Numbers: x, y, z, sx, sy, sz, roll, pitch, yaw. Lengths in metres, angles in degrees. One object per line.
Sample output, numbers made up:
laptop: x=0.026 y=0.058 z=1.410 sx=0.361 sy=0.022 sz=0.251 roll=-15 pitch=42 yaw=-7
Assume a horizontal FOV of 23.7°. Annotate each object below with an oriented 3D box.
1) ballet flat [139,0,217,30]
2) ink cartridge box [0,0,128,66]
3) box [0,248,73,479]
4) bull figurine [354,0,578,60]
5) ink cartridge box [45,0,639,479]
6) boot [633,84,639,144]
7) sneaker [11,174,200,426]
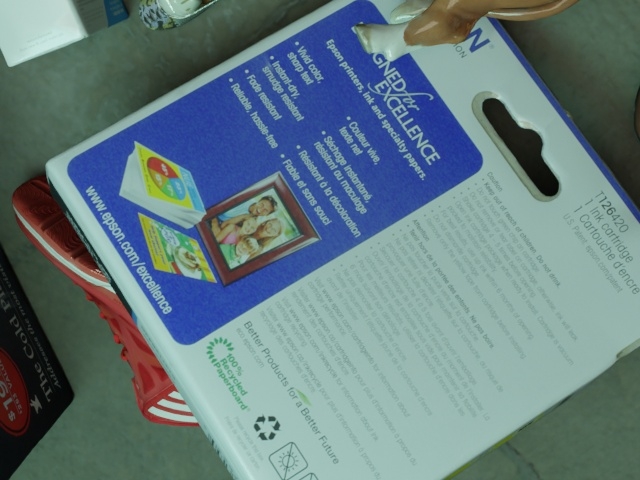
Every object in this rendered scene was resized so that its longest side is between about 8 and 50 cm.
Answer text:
ballet flat: x=-0.079 y=-0.178 z=1.036 sx=0.114 sy=0.041 sz=0.041 roll=-28 pitch=99 yaw=15
ink cartridge box: x=-0.200 y=-0.215 z=1.011 sx=0.060 sy=0.104 sz=0.180 roll=-19 pitch=101 yaw=14
box: x=-0.349 y=0.042 z=0.995 sx=0.179 sy=0.312 sz=0.343 roll=-22 pitch=102 yaw=14
bull figurine: x=0.058 y=-0.267 z=0.942 sx=0.188 sy=0.101 sz=0.310 roll=-26 pitch=99 yaw=0
ink cartridge box: x=0.032 y=0.005 z=0.983 sx=0.307 sy=0.072 sz=0.303 roll=-30 pitch=77 yaw=-15
boot: x=0.259 y=-0.152 z=0.860 sx=0.264 sy=0.280 sz=0.096 roll=-40 pitch=76 yaw=17
sneaker: x=-0.142 y=0.056 z=1.087 sx=0.221 sy=0.087 sz=0.128 roll=37 pitch=130 yaw=19
